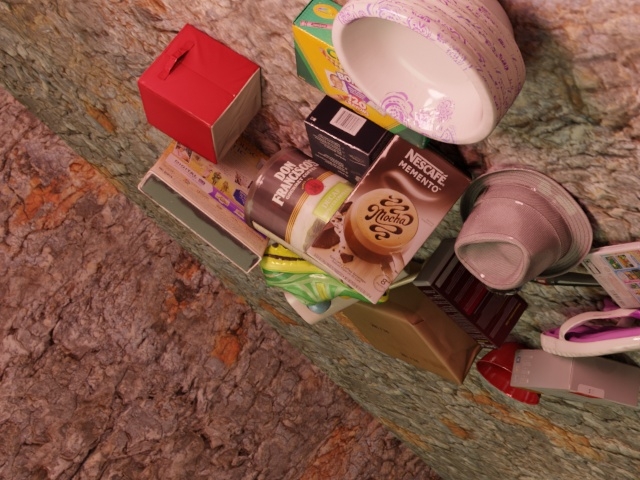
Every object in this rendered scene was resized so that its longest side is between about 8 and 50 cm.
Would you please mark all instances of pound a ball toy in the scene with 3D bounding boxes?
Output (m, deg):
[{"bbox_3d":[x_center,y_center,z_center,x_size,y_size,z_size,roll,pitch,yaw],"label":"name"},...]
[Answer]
[{"bbox_3d":[0.102,0.098,2.224,0.319,0.136,0.208,-28,123,20],"label":"pound a ball toy"}]

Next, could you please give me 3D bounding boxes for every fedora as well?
[{"bbox_3d":[0.344,0.001,1.741,0.244,0.124,0.275,50,151,-12],"label":"fedora"}]

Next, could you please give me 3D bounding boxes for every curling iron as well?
[{"bbox_3d":[0.449,0.079,1.866,0.274,0.035,0.068,-4,143,33],"label":"curling iron"}]

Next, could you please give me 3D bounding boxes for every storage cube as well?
[{"bbox_3d":[-0.256,-0.315,2.076,0.193,0.184,0.215,32,161,11],"label":"storage cube"}]

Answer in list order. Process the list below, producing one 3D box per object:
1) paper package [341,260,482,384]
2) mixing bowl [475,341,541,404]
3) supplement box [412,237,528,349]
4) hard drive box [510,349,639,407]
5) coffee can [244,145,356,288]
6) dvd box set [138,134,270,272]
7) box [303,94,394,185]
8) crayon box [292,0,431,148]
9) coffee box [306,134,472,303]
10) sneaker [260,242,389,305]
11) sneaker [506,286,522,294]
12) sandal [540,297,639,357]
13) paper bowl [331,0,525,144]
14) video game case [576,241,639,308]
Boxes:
[{"bbox_3d":[0.226,0.186,2.442,0.325,0.168,0.309,16,154,47],"label":"paper package"},{"bbox_3d":[0.489,0.317,2.382,0.181,0.098,0.181,32,161,12],"label":"mixing bowl"},{"bbox_3d":[0.336,0.120,2.131,0.239,0.130,0.073,43,162,-14],"label":"supplement box"},{"bbox_3d":[0.565,0.305,2.128,0.181,0.089,0.232,16,168,-17],"label":"hard drive box"},{"bbox_3d":[0.007,-0.050,2.024,0.275,0.201,0.201,31,161,22],"label":"coffee can"},{"bbox_3d":[-0.226,-0.134,2.206,0.307,0.062,0.420,39,-153,-12],"label":"dvd box set"},{"bbox_3d":[0.063,-0.196,1.918,0.156,0.093,0.158,31,160,20],"label":"box"},{"bbox_3d":[0.087,-0.291,1.654,0.278,0.081,0.165,32,162,15],"label":"crayon box"},{"bbox_3d":[0.131,-0.053,1.797,0.168,0.297,0.119,37,-166,0],"label":"coffee box"},{"bbox_3d":[0.011,0.084,2.123,0.295,0.109,0.123,14,136,9],"label":"sneaker"},{"bbox_3d":[0.387,0.052,1.947,0.081,0.080,0.211,26,160,34],"label":"sneaker"},{"bbox_3d":[0.551,0.168,1.880,0.416,0.169,0.102,158,100,-70],"label":"sandal"},{"bbox_3d":[0.170,-0.286,1.407,0.284,0.148,0.284,32,161,13],"label":"paper bowl"},{"bbox_3d":[0.561,0.065,1.720,0.157,0.019,0.143,45,151,-21],"label":"video game case"}]
